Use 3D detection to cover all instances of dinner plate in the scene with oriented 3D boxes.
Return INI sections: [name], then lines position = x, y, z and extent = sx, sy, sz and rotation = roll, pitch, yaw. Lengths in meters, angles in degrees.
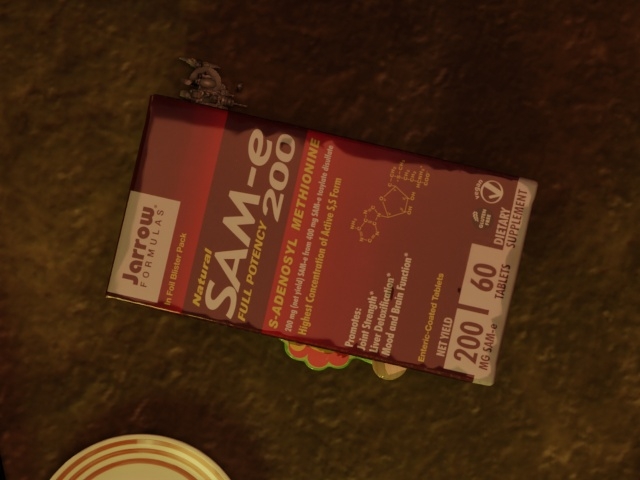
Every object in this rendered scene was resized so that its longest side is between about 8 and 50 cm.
[dinner plate]
position = -0.115, 0.193, 1.178
extent = 0.141, 0.017, 0.141
rotation = 0, 88, -7

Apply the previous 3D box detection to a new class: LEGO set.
[LEGO set]
position = -0.066, -0.081, 1.183
extent = 0.083, 0.023, 0.054
rotation = 43, 85, -4

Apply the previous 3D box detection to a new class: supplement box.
[supplement box]
position = 0.000, 0.000, 1.136
extent = 0.240, 0.073, 0.130
rotation = 12, 88, -1

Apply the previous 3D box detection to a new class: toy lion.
[toy lion]
position = 0.022, 0.040, 1.191
extent = 0.096, 0.034, 0.100
rotation = 26, 86, 2

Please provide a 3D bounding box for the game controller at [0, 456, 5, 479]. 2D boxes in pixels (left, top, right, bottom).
[game controller]
position = -0.288, 0.112, 1.146
extent = 0.167, 0.067, 0.319
rotation = -12, 91, -21
